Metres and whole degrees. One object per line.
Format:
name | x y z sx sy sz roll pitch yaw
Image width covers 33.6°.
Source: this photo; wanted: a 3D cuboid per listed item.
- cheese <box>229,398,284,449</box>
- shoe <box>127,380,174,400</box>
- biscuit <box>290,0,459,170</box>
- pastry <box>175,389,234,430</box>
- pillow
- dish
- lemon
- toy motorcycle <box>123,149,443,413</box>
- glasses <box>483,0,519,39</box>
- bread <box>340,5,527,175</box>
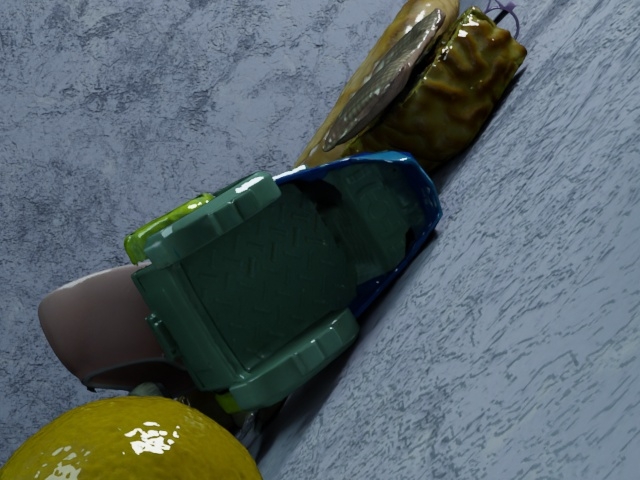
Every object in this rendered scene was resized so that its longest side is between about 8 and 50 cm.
cheese | -0.062 0.161 1.044 0.097 0.037 0.192 -52 5 14
shoe | -0.215 0.247 1.039 0.171 0.132 0.336 -30 -8 -28
biscuit | 0.079 -0.188 1.633 0.446 0.104 0.429 -55 -4 -12
pastry | -0.107 0.156 1.218 0.153 0.081 0.153 -58 10 17
pillow | 0.071 -0.177 1.159 0.135 0.034 0.211 -46 8 39
dish | -0.177 0.107 1.083 0.213 0.213 0.090 -45 48 50
lemon | -0.117 0.187 0.641 0.187 0.187 0.244 -53 12 -3
toy motorcycle | 0.000 0.000 0.983 0.326 0.191 0.200 -35 8 -30
glasses | 0.202 -0.253 1.370 0.140 0.062 0.104 -49 5 16
bread | 0.123 -0.149 1.191 0.181 0.096 0.222 -57 9 -24
